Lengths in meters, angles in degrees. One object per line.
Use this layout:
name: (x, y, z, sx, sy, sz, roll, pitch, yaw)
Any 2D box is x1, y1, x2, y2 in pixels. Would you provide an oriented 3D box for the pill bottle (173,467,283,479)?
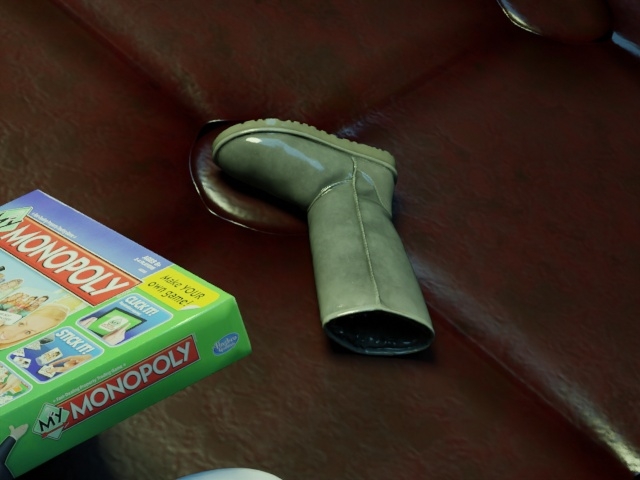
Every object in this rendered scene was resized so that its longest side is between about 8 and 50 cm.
pill bottle: (-0.040, 0.301, 1.055, 0.161, 0.161, 0.283, -5, 49, -27)

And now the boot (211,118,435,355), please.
boot: (0.000, -0.002, 1.449, 0.189, 0.076, 0.208, 8, 52, -13)

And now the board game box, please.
board game box: (-0.215, 0.060, 1.130, 0.213, 0.046, 0.317, -28, 27, -24)
